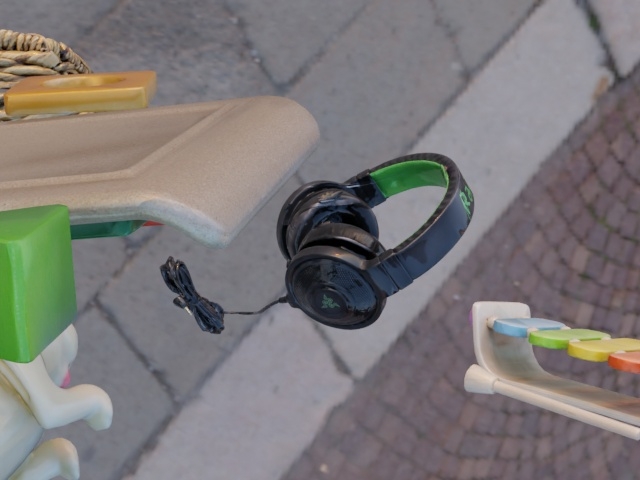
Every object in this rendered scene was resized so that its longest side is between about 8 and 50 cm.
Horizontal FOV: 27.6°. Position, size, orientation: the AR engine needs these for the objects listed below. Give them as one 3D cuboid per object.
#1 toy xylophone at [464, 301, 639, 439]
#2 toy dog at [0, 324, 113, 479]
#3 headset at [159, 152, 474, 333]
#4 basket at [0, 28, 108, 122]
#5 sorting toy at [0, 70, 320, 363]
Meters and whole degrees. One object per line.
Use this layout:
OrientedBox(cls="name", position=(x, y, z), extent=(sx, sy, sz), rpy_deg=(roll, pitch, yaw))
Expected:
OrientedBox(cls="toy xylophone", position=(0.290, 0.133, 1.326), extent=(0.236, 0.323, 0.081), rpy_deg=(2, 99, -60))
OrientedBox(cls="toy dog", position=(-0.462, 0.205, 1.642), extent=(0.408, 0.395, 0.284), rpy_deg=(-66, 175, -47))
OrientedBox(cls="headset", position=(0.000, 0.000, 1.665), extent=(0.394, 0.243, 0.185), rpy_deg=(-31, 117, 10))
OrientedBox(cls="basket", position=(-0.325, -0.123, 1.314), extent=(0.213, 0.299, 0.223), rpy_deg=(-27, 83, -13))
OrientedBox(cls="sorting toy", position=(-0.108, -0.015, 0.465), extent=(0.347, 0.196, 0.047), rpy_deg=(-56, 145, -72))
